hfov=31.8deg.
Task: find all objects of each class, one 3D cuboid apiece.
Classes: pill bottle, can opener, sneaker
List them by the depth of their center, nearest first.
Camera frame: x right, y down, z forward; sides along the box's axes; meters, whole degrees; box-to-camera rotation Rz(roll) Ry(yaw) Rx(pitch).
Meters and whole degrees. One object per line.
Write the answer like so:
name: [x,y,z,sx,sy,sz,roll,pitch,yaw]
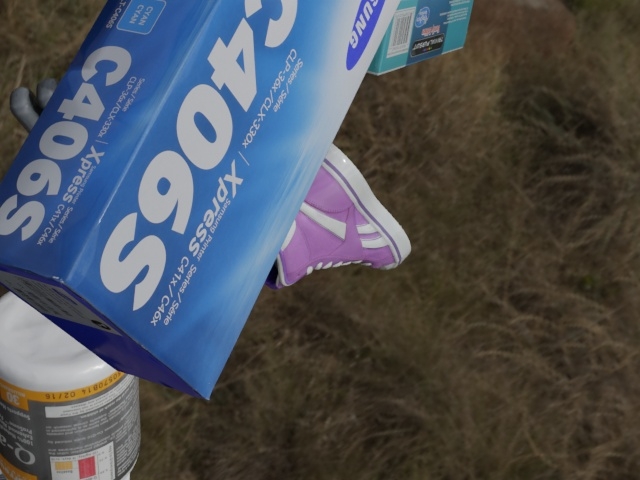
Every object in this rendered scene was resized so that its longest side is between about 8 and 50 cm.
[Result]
pill bottle: [-0.280,0.189,1.240,0.162,0.278,0.162,4,38,-3]
sneaker: [-0.001,-0.001,1.306,0.102,0.282,0.161,37,86,33]
can opener: [-0.316,-0.122,1.485,0.074,0.280,0.093,-19,59,9]

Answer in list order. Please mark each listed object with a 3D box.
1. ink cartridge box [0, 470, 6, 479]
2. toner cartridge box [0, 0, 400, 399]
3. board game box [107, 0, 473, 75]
ink cartridge box: [-0.507,0.298,1.426,0.115,0.198,0.272,-5,107,-59]
toner cartridge box: [-0.054,-0.098,0.664,0.075,0.165,0.347,15,69,28]
board game box: [-0.028,-0.278,1.273,0.336,0.079,0.254,18,22,22]
